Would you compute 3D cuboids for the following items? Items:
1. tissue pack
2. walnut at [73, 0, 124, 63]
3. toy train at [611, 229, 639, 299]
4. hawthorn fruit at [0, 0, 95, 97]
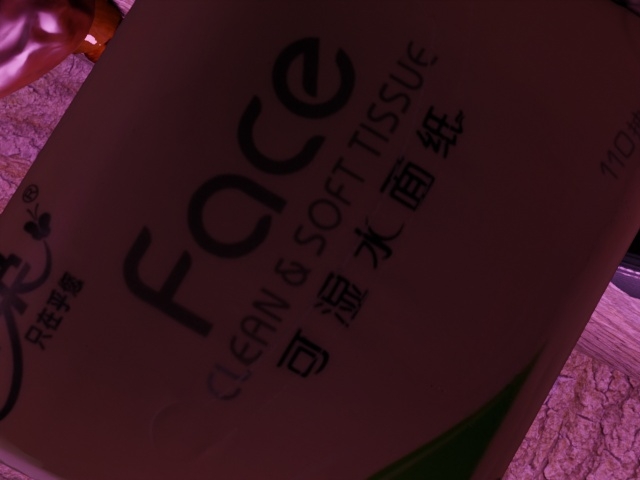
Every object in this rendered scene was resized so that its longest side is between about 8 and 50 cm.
[{"bbox_3d":[0.000,0.000,0.546,0.332,0.405,0.205,30,174,-1],"label":"tissue pack"},{"bbox_3d":[-0.373,-0.345,1.405,0.116,0.115,0.207,30,178,-1],"label":"walnut"},{"bbox_3d":[0.388,0.051,0.671,0.086,0.089,0.409,37,175,-27],"label":"toy train"},{"bbox_3d":[-0.345,-0.262,0.772,0.325,0.308,0.308,19,176,10],"label":"hawthorn fruit"}]
